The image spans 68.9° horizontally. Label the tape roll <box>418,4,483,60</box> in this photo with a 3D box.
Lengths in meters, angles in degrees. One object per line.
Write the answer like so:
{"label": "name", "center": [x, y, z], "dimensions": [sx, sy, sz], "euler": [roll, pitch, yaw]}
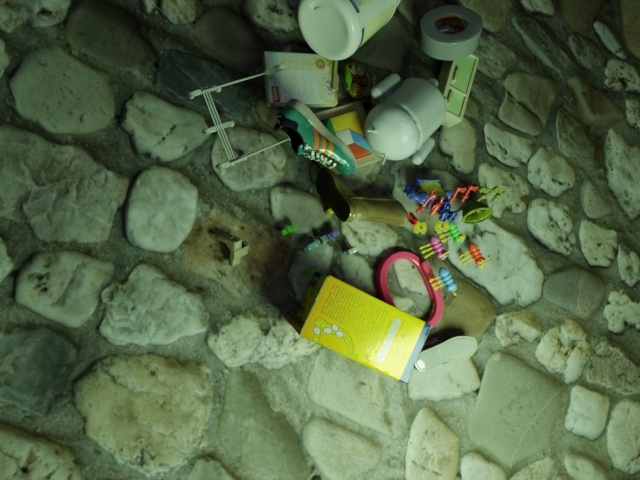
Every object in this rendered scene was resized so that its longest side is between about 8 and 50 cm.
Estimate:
{"label": "tape roll", "center": [0.467, -0.751, 1.682], "dimensions": [0.219, 0.072, 0.219], "euler": [-3, 60, 5]}

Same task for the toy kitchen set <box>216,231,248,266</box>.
{"label": "toy kitchen set", "center": [-0.272, 0.021, 1.437], "dimensions": [0.068, 0.075, 0.083], "euler": [-30, 135, -54]}

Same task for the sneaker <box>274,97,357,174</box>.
{"label": "sneaker", "center": [-0.019, -0.290, 1.446], "dimensions": [0.302, 0.108, 0.121], "euler": [41, 73, -20]}

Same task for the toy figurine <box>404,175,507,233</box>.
{"label": "toy figurine", "center": [0.423, -0.172, 1.611], "dimensions": [0.362, 0.191, 0.217], "euler": [-6, 45, -27]}

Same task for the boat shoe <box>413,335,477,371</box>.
{"label": "boat shoe", "center": [0.419, 0.386, 1.609], "dimensions": [0.254, 0.079, 0.095], "euler": [-18, 93, -17]}

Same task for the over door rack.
{"label": "over door rack", "center": [-0.220, -0.378, 1.430], "dimensions": [0.324, 0.108, 0.240], "euler": [-29, 109, -27]}

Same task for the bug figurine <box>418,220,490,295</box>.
{"label": "bug figurine", "center": [0.468, 0.050, 1.628], "dimensions": [0.279, 0.072, 0.216], "euler": [-32, 89, -34]}

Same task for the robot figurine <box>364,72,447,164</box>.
{"label": "robot figurine", "center": [0.282, -0.403, 1.558], "dimensions": [0.353, 0.199, 0.300], "euler": [-45, 107, -28]}

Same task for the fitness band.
{"label": "fitness band", "center": [0.305, 0.177, 1.608], "dimensions": [0.209, 0.054, 0.291], "euler": [-24, 92, -17]}

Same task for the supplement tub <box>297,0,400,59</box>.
{"label": "supplement tub", "center": [0.105, -0.768, 1.518], "dimensions": [0.235, 0.235, 0.325], "euler": [46, 63, -10]}

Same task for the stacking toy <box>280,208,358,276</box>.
{"label": "stacking toy", "center": [0.000, 0.000, 1.521], "dimensions": [0.221, 0.052, 0.167], "euler": [-26, 92, -18]}

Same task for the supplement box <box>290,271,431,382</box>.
{"label": "supplement box", "center": [0.117, 0.259, 1.432], "dimensions": [0.356, 0.194, 0.195], "euler": [27, 84, -10]}

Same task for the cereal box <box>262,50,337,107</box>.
{"label": "cereal box", "center": [-0.068, -0.531, 1.547], "dimensions": [0.240, 0.047, 0.173], "euler": [-4, 87, -19]}

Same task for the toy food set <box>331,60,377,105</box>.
{"label": "toy food set", "center": [0.129, -0.546, 1.596], "dimensions": [0.192, 0.038, 0.133], "euler": [8, 79, -33]}

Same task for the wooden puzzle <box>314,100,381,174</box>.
{"label": "wooden puzzle", "center": [0.079, -0.347, 1.582], "dimensions": [0.238, 0.044, 0.221], "euler": [-21, 91, -20]}

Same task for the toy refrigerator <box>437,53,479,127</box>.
{"label": "toy refrigerator", "center": [0.491, -0.567, 1.719], "dimensions": [0.102, 0.094, 0.270], "euler": [22, 79, -16]}

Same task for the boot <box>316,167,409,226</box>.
{"label": "boot", "center": [0.137, -0.136, 1.544], "dimensions": [0.269, 0.089, 0.236], "euler": [0, 50, -40]}
